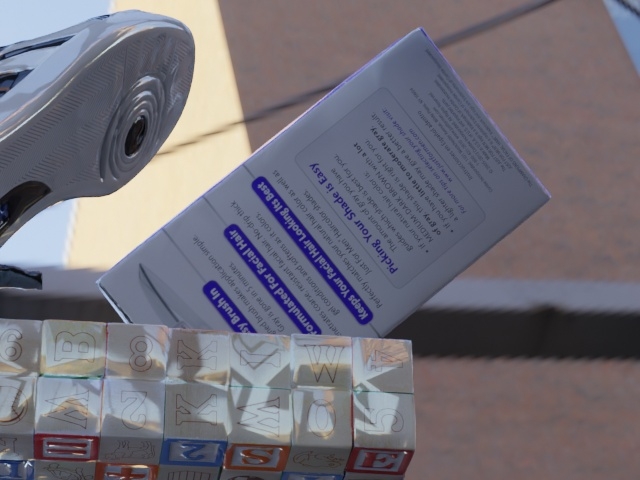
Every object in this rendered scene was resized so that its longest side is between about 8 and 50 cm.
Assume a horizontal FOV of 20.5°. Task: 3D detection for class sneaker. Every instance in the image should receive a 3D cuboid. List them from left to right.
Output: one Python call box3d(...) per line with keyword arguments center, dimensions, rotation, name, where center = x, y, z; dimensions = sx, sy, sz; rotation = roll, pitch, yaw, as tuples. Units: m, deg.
box3d(center=(-0.149, -0.057, 0.710), dimensions=(0.121, 0.217, 0.079), rotation=(21, -59, 19), name="sneaker")

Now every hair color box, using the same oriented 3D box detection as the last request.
box3d(center=(0.000, 0.000, 1.474), dimensions=(0.339, 0.110, 0.185), rotation=(-39, -85, -9), name="hair color box")

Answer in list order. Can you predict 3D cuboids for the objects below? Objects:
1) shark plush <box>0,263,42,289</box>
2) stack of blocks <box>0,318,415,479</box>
box3d(center=(-0.276, 0.027, 1.218), dimensions=(0.161, 0.073, 0.067), rotation=(-13, -47, -20), name="shark plush")
box3d(center=(-0.093, 0.139, 1.252), dimensions=(0.297, 0.087, 0.171), rotation=(3, -31, -6), name="stack of blocks")
